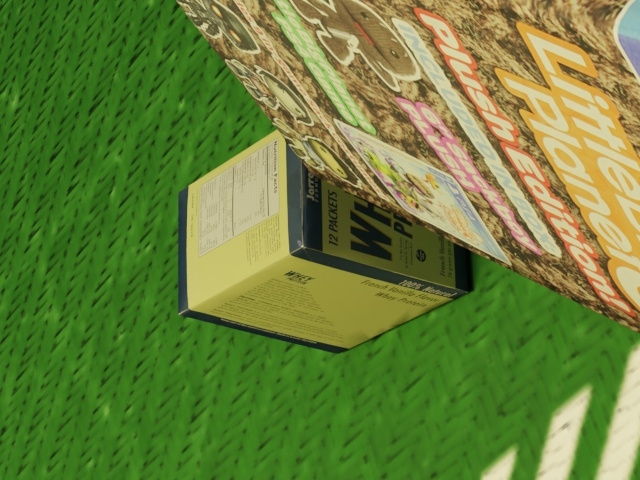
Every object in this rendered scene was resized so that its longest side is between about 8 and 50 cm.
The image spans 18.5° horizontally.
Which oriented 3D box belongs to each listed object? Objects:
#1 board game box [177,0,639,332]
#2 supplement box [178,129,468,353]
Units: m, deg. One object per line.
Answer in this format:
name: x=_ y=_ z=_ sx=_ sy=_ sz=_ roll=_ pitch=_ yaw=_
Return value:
board game box: x=0.111 y=-0.109 z=0.543 sx=0.232 sy=0.141 sz=0.291 roll=-47 pitch=34 yaw=-11
supplement box: x=0.000 y=0.000 z=0.779 sx=0.083 sy=0.083 sz=0.056 roll=-29 pitch=55 yaw=46
